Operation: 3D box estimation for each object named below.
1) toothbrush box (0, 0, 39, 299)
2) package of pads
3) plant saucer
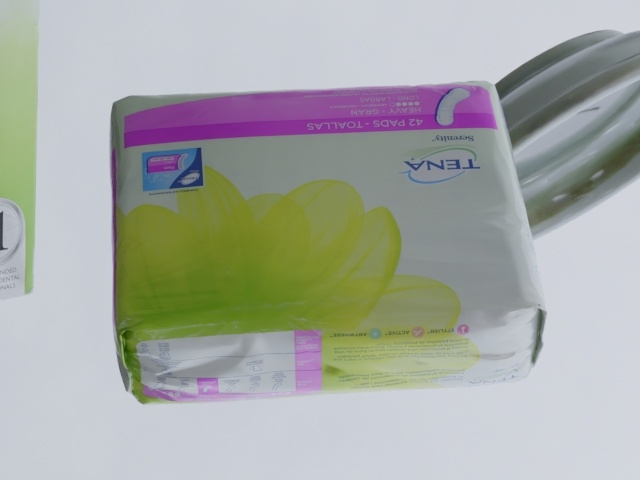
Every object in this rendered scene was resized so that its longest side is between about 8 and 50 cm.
[{"bbox_3d":[-0.235,-0.108,0.678,0.122,0.206,0.283,23,-65,46],"label":"toothbrush box"},{"bbox_3d":[0.000,0.000,1.149,0.101,0.297,0.229,91,-6,-51],"label":"package of pads"},{"bbox_3d":[0.250,-0.116,1.668,0.100,0.400,0.400,61,-39,16],"label":"plant saucer"}]
